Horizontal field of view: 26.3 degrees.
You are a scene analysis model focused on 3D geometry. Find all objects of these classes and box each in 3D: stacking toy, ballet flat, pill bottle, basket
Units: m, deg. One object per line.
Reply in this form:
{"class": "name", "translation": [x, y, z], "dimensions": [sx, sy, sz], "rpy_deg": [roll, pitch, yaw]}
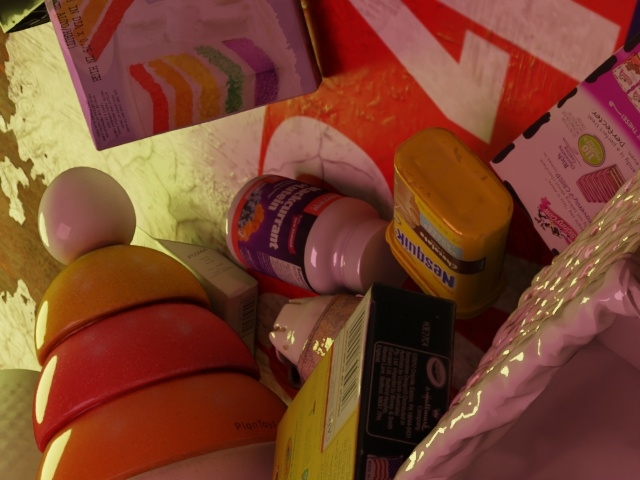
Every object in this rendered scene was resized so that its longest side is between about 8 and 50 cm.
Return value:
{"class": "stacking toy", "translation": [-0.214, 0.127, 1.592], "dimensions": [0.350, 0.350, 0.480], "rpy_deg": [-49, 54, 51]}
{"class": "ballet flat", "translation": [0.000, 0.113, 1.408], "dimensions": [0.106, 0.107, 0.316], "rpy_deg": [31, 162, 8]}
{"class": "pill bottle", "translation": [0.000, 0.000, 1.430], "dimensions": [0.193, 0.108, 0.108], "rpy_deg": [18, 124, 43]}
{"class": "basket", "translation": [0.291, 0.128, 0.964], "dimensions": [0.331, 0.266, 0.328], "rpy_deg": [38, 140, 3]}

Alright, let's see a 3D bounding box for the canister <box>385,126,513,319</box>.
{"class": "canister", "translation": [0.118, -0.015, 1.256], "dimensions": [0.126, 0.073, 0.170], "rpy_deg": [50, 165, 22]}

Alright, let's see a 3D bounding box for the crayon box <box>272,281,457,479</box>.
{"class": "crayon box", "translation": [0.025, 0.198, 1.201], "dimensions": [0.318, 0.081, 0.202], "rpy_deg": [122, 159, -57]}

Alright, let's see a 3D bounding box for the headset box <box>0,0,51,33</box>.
{"class": "headset box", "translation": [-0.294, -0.399, 1.524], "dimensions": [0.283, 0.131, 0.246], "rpy_deg": [-18, 98, 52]}

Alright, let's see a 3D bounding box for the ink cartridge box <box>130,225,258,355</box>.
{"class": "ink cartridge box", "translation": [-0.170, 0.078, 1.734], "dimensions": [0.225, 0.056, 0.181], "rpy_deg": [37, 136, 36]}

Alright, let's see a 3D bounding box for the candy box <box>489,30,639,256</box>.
{"class": "candy box", "translation": [0.263, -0.065, 1.106], "dimensions": [0.159, 0.071, 0.233], "rpy_deg": [57, 142, 7]}

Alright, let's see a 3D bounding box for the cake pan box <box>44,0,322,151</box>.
{"class": "cake pan box", "translation": [-0.149, -0.248, 1.376], "dimensions": [0.070, 0.246, 0.267], "rpy_deg": [-82, -22, -74]}

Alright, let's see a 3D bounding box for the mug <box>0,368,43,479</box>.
{"class": "mug", "translation": [-0.459, 0.399, 2.050], "dimensions": [0.374, 0.276, 0.328], "rpy_deg": [105, 162, -49]}
